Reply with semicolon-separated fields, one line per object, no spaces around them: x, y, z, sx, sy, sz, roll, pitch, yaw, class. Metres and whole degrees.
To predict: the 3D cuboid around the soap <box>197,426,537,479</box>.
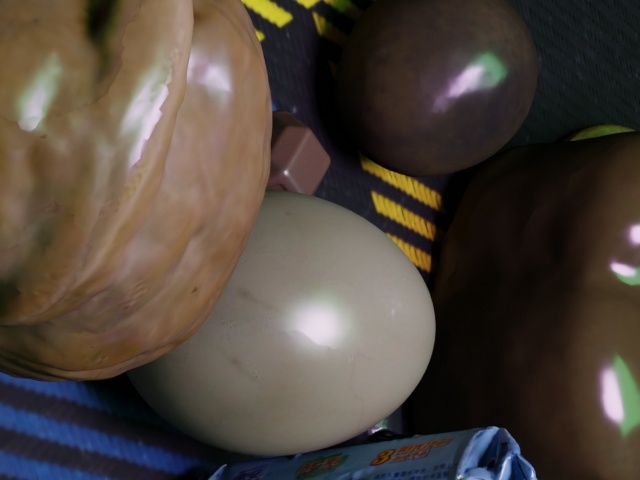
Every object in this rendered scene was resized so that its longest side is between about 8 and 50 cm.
0.040;0.217;1.090;0.156;0.293;0.077;66;28;-21;soap

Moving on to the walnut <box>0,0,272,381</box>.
-0.166;-0.070;0.863;0.296;0.285;0.285;21;71;-27;walnut

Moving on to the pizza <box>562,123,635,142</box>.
0.312;-0.026;1.644;0.292;0.058;0.197;2;87;-52;pizza

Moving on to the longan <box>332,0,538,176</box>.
0.097;-0.137;1.296;0.187;0.167;0.167;-35;118;-24;longan

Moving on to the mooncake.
0.318;0.109;1.419;0.467;0.262;0.467;5;80;-33;mooncake

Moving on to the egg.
-0.028;0.058;1.087;0.242;0.186;0.186;9;81;-31;egg

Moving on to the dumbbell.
0.000;0.000;1.218;0.231;0.092;0.082;55;20;-36;dumbbell

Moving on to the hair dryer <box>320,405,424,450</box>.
0.077;0.185;1.187;0.070;0.255;0.128;-4;95;-28;hair dryer
